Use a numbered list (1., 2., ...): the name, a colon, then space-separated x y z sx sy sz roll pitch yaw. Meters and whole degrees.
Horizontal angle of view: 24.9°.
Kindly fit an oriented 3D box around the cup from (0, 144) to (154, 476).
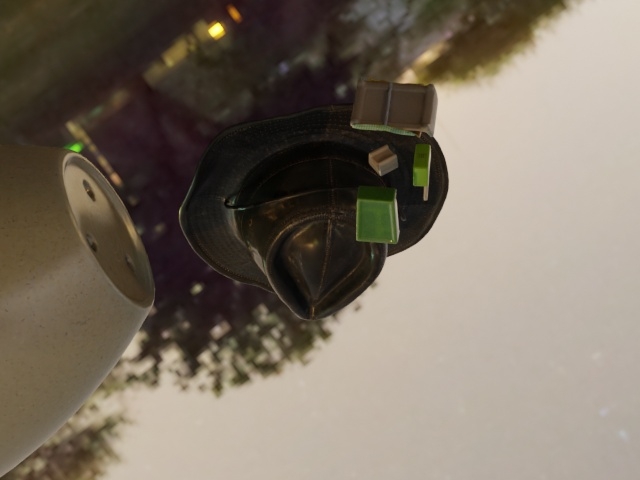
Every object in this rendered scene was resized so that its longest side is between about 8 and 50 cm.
1. cup: -0.297 0.042 1.354 0.237 0.331 0.331 -26 -171 10

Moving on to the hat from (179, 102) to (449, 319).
1. hat: 0.000 0.000 1.606 0.331 0.331 0.134 -32 -132 28

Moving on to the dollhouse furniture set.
1. dollhouse furniture set: 0.063 -0.074 1.302 0.076 0.058 0.151 4 -128 7
